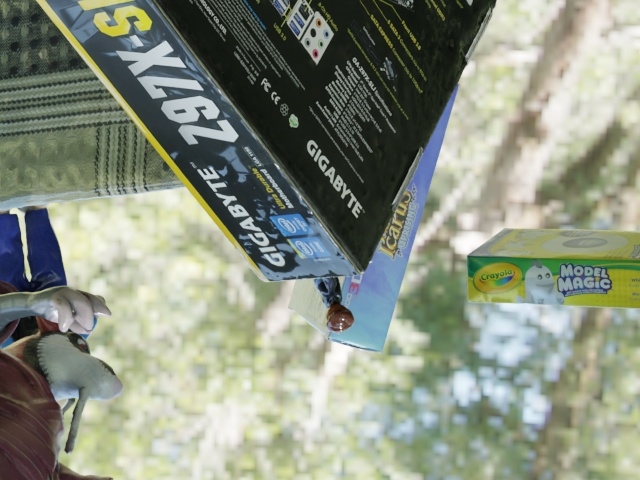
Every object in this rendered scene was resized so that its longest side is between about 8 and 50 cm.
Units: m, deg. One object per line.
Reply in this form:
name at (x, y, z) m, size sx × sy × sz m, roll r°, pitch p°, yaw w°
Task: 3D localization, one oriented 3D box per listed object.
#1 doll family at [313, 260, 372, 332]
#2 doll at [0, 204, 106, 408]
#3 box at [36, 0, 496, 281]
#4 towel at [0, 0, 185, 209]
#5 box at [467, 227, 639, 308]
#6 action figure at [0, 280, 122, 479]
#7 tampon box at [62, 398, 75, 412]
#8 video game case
doll family at (0.000, 0.000, 1.687) m, size 0.076 × 0.111 × 0.193 m, roll -30°, pitch 145°, yaw 5°
doll at (-0.244, 0.057, 1.714) m, size 0.129 × 0.189 × 0.046 m, roll -5°, pitch 175°, yaw -39°
box at (-0.035, -0.175, 1.049) m, size 0.079 × 0.322 × 0.257 m, roll -6°, pitch -134°, yaw 38°
towel at (-0.125, -0.178, 1.288) m, size 0.324 × 0.312 × 0.056 m, roll -3°, pitch 173°, yaw 31°
box at (0.211, 0.021, 1.503) m, size 0.179 × 0.043 × 0.105 m, roll 3°, pitch -167°, yaw 21°
action figure at (-0.222, 0.166, 1.257) m, size 0.276 × 0.248 × 0.370 m, roll -17°, pitch -155°, yaw 13°
tampon box at (-0.363, 0.150, 2.285) m, size 0.120 × 0.101 × 0.161 m, roll 43°, pitch -170°, yaw -22°
video game case at (0.049, -0.038, 1.966) m, size 0.061 × 0.269 × 0.244 m, roll 16°, pitch -177°, yaw -10°
